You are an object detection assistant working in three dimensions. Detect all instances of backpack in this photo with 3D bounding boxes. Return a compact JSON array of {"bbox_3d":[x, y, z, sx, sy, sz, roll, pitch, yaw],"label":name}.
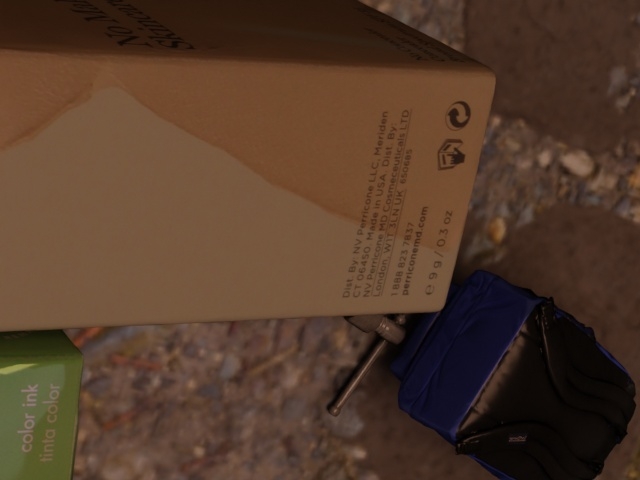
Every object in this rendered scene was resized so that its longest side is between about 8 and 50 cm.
[{"bbox_3d":[0.109,0.078,0.980,0.120,0.101,0.098,34,91,-36],"label":"backpack"}]

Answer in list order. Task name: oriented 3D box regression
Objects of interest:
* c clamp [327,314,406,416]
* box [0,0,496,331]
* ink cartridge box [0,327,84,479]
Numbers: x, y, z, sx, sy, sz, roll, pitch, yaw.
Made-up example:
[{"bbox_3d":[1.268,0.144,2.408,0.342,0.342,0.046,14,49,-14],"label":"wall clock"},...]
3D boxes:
[{"bbox_3d":[0.000,0.000,0.955,0.161,0.022,0.137,41,86,-28],"label":"c clamp"},{"bbox_3d":[-0.096,-0.043,0.778,0.311,0.148,0.121,-1,113,-35],"label":"box"},{"bbox_3d":[-0.297,0.065,0.735,0.354,0.207,0.119,2,106,-25],"label":"ink cartridge box"}]
